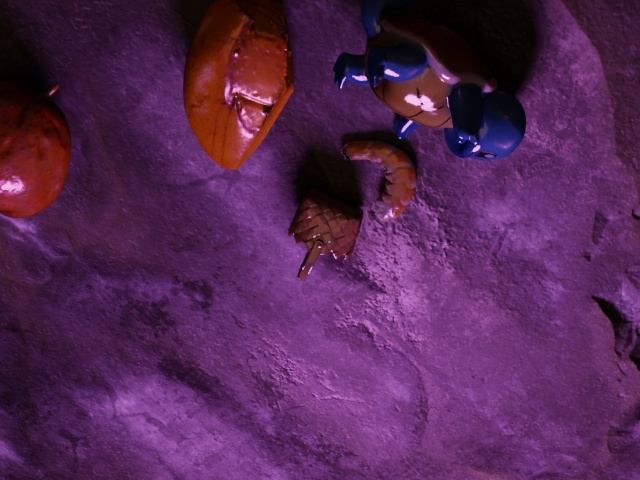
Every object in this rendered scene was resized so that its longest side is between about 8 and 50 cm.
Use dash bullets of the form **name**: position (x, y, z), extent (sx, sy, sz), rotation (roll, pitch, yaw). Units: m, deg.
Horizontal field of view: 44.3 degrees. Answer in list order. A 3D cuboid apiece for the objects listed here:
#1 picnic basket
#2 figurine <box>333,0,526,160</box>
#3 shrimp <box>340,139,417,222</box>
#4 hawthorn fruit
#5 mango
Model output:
- **picnic basket**: position (0.000, 0.000, 1.585), extent (0.138, 0.128, 0.178), rotation (24, 105, 0)
- **figurine**: position (0.168, -0.282, 1.348), extent (0.243, 0.298, 0.416), rotation (-41, 106, -17)
- **shrimp**: position (0.104, -0.119, 1.542), extent (0.166, 0.049, 0.161), rotation (22, 120, 0)
- **hawthorn fruit**: position (-0.607, -0.202, 1.526), extent (0.277, 0.277, 0.298), rotation (40, 101, -13)
- **mango**: position (-0.144, -0.281, 1.430), extent (0.199, 0.201, 0.350), rotation (46, 137, 26)
